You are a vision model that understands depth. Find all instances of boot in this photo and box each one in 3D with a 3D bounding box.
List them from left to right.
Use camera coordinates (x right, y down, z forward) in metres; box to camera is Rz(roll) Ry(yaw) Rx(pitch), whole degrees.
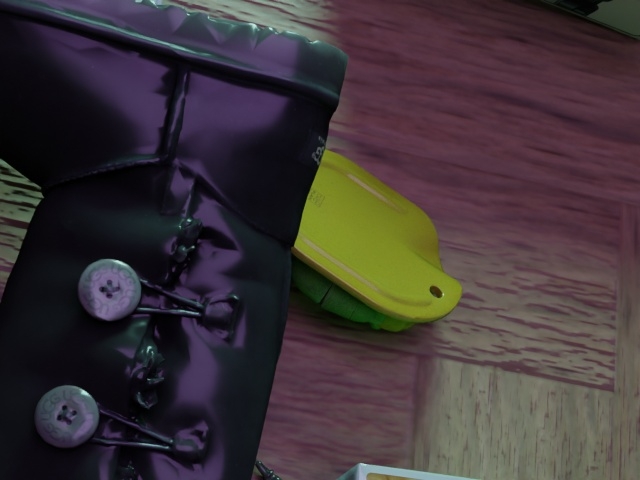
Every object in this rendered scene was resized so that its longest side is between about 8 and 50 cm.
[{"bbox_3d":[-0.202,0.056,1.058,0.367,0.146,0.445,12,84,10],"label":"boot"}]

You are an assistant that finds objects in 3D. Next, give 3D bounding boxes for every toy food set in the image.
[{"bbox_3d":[0.000,0.000,1.206,0.218,0.071,0.128,35,39,-4],"label":"toy food set"}]

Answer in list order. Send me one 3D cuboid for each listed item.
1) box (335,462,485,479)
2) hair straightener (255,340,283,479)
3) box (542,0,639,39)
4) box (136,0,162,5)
[{"bbox_3d":[0.121,0.292,1.092,0.262,0.127,0.231,11,64,-15],"label":"box"},{"bbox_3d":[-0.060,0.170,1.122,0.089,0.047,0.230,18,65,-10],"label":"hair straightener"},{"bbox_3d":[0.188,-0.268,1.290,0.290,0.169,0.087,18,75,-19],"label":"box"},{"bbox_3d":[-0.142,-0.291,1.270,0.063,0.067,0.324,12,67,-12],"label":"box"}]
